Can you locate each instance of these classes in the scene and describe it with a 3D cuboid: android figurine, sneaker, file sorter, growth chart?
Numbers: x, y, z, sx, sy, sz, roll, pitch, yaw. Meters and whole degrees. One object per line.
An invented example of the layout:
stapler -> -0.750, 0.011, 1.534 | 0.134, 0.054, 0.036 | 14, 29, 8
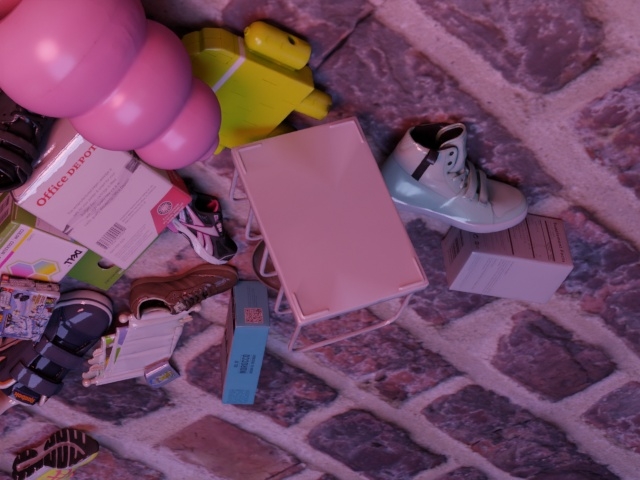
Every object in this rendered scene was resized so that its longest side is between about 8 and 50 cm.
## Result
android figurine -> -0.127, -0.210, 1.811 | 0.273, 0.056, 0.248 | 19, 136, -30
sneaker -> -0.508, 0.433, 2.563 | 0.209, 0.081, 0.094 | -21, 146, 29
file sorter -> 0.000, 0.000, 1.865 | 0.193, 0.277, 0.173 | -16, 158, -16
sneaker -> -0.227, 0.094, 2.165 | 0.189, 0.071, 0.066 | -11, 141, 9
sneaker -> 0.223, -0.099, 1.957 | 0.256, 0.094, 0.151 | 9, 136, -19
growth chart -> -0.322, 0.187, 2.275 | 0.172, 0.021, 0.237 | -4, 146, -31
sneaker -> -0.480, 0.207, 2.241 | 0.321, 0.127, 0.126 | -33, 132, 28
sneaker -> -0.392, -0.169, 1.763 | 0.105, 0.146, 0.296 | 29, 129, -32
sneaker -> -0.178, -0.027, 2.027 | 0.077, 0.072, 0.178 | -33, 140, 16

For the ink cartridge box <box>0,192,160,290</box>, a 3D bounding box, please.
ink cartridge box -> -0.408, 0.027, 2.044 | 0.255, 0.097, 0.189 | 23, 134, -29

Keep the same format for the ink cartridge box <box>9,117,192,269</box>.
ink cartridge box -> -0.324, -0.080, 1.888 | 0.158, 0.092, 0.218 | -45, 132, 10

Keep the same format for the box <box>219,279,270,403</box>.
box -> -0.134, 0.181, 2.261 | 0.060, 0.100, 0.244 | 2, 141, -10

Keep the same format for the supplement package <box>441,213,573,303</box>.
supplement package -> 0.302, 0.023, 2.105 | 0.179, 0.105, 0.105 | 9, 138, -16

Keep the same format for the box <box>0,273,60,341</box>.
box -> -0.473, 0.108, 2.041 | 0.094, 0.027, 0.137 | 11, 140, -22

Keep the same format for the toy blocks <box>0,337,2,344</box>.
toy blocks -> -0.616, 0.163, 2.225 | 0.148, 0.054, 0.123 | -34, 134, 31

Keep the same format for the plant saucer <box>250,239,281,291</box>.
plant saucer -> -0.016, 0.019, 2.124 | 0.199, 0.036, 0.198 | -2, 141, -2

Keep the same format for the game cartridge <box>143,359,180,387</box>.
game cartridge -> -0.291, 0.246, 2.365 | 0.056, 0.017, 0.083 | -25, 157, 0

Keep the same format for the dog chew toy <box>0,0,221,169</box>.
dog chew toy -> -0.258, -0.209, 1.637 | 0.207, 0.206, 0.332 | -32, 126, 29
